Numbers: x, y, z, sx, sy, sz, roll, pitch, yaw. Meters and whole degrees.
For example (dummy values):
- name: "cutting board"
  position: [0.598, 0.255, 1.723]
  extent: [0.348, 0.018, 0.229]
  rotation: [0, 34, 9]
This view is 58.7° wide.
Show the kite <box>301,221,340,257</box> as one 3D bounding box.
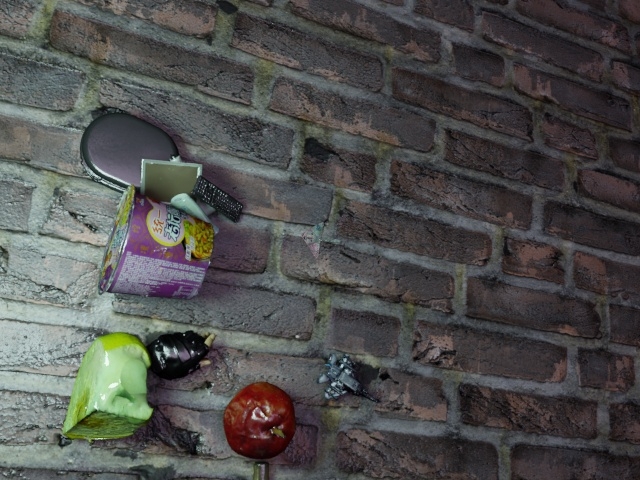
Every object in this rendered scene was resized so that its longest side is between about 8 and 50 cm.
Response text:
- name: "kite"
  position: [0.000, 0.000, 2.040]
  extent: [0.152, 0.005, 0.137]
  rotation: [15, 76, -17]

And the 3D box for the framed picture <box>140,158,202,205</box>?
- name: "framed picture"
  position: [-0.468, -0.178, 1.785]
  extent: [0.183, 0.011, 0.142]
  rotation: [3, 103, -12]

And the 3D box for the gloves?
- name: "gloves"
  position: [-0.420, 0.340, 1.757]
  extent: [0.203, 0.124, 0.164]
  rotation: [-33, 102, -8]

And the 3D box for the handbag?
- name: "handbag"
  position: [-0.610, -0.270, 1.824]
  extent: [0.308, 0.093, 0.253]
  rotation: [25, 73, -14]

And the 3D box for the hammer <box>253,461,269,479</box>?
- name: "hammer"
  position: [-0.187, 0.916, 1.754]
  extent: [0.168, 0.044, 0.440]
  rotation: [3, 78, -19]

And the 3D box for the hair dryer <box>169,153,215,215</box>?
- name: "hair dryer"
  position: [-0.421, -0.180, 1.847]
  extent: [0.131, 0.073, 0.236]
  rotation: [-35, 118, -24]

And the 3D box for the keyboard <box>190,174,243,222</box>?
- name: "keyboard"
  position: [-0.330, -0.132, 1.858]
  extent: [0.231, 0.023, 0.072]
  rotation: [37, 70, -52]

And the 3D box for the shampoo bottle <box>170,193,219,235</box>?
- name: "shampoo bottle"
  position: [-0.390, -0.078, 1.808]
  extent: [0.190, 0.069, 0.041]
  rotation: [49, 33, -46]

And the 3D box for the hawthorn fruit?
- name: "hawthorn fruit"
  position: [-0.163, 0.555, 1.729]
  extent: [0.210, 0.266, 0.230]
  rotation: [25, 74, -33]

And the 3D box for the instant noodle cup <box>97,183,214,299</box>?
- name: "instant noodle cup"
  position: [-0.483, 0.025, 1.699]
  extent: [0.266, 0.340, 0.340]
  rotation: [16, 74, -26]

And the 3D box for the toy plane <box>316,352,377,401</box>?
- name: "toy plane"
  position: [0.103, 0.491, 1.934]
  extent: [0.246, 0.078, 0.169]
  rotation: [34, 69, -11]

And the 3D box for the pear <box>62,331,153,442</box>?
- name: "pear"
  position: [-0.586, 0.407, 1.627]
  extent: [0.176, 0.286, 0.282]
  rotation: [21, 47, -34]
